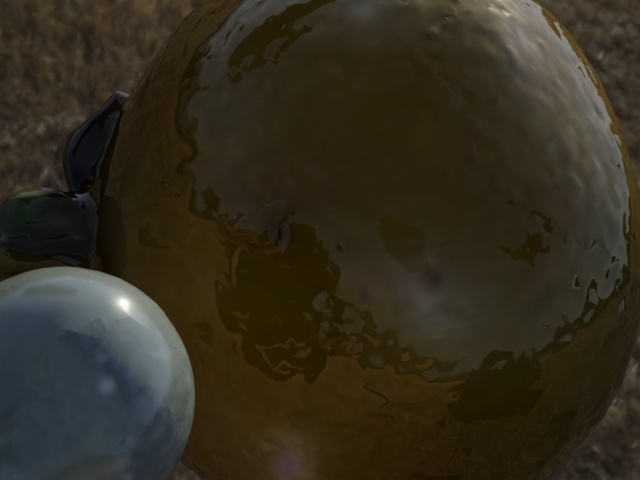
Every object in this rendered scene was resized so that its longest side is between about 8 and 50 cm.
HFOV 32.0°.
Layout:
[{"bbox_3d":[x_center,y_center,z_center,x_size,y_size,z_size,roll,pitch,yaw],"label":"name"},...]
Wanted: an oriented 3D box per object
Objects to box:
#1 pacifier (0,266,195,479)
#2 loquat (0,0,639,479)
[{"bbox_3d":[-0.137,0.074,0.309,0.226,0.287,0.238,-23,27,-39],"label":"pacifier"},{"bbox_3d":[0.000,0.000,0.610,0.360,0.328,0.328,1,41,-19],"label":"loquat"}]
